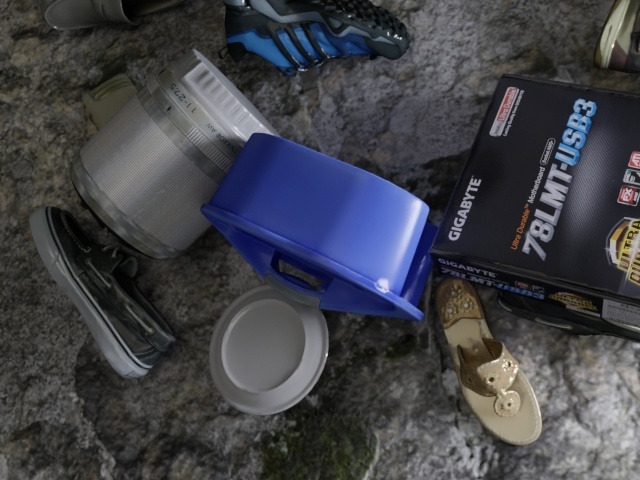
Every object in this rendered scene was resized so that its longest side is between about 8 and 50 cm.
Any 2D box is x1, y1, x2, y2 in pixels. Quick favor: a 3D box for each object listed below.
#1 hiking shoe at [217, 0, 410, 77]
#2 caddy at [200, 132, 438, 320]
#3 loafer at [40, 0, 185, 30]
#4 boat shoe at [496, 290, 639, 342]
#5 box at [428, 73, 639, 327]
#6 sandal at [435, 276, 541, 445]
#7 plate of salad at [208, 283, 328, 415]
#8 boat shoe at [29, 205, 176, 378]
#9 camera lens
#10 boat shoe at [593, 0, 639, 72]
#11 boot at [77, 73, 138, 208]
[{"bbox_3d":[-0.009,-0.318,1.148,0.304,0.113,0.132,17,125,13],"label":"hiking shoe"},{"bbox_3d":[0.000,0.000,0.992,0.341,0.241,0.179,25,83,25],"label":"caddy"},{"bbox_3d":[-0.356,-0.435,1.295,0.320,0.112,0.111,-15,65,18],"label":"loafer"},{"bbox_3d":[0.340,0.085,0.933,0.233,0.079,0.084,17,45,20],"label":"boat shoe"},{"bbox_3d":[0.324,-0.059,0.917,0.294,0.073,0.295,17,67,24],"label":"box"},{"bbox_3d":[0.208,0.157,0.959,0.088,0.079,0.240,-27,70,15],"label":"sandal"},{"bbox_3d":[-0.076,0.161,1.093,0.200,0.048,0.199,-10,65,21],"label":"plate of salad"},{"bbox_3d":[-0.347,0.063,1.200,0.119,0.121,0.335,-38,79,3],"label":"boat shoe"},{"bbox_3d":[-0.219,-0.123,1.112,0.274,0.219,0.219,-43,67,6],"label":"camera lens"},{"bbox_3d":[0.437,-0.326,0.970,0.074,0.080,0.223,25,95,19],"label":"boat shoe"},{"bbox_3d":[-0.368,-0.172,1.265,0.213,0.077,0.165,-47,67,2],"label":"boot"}]
